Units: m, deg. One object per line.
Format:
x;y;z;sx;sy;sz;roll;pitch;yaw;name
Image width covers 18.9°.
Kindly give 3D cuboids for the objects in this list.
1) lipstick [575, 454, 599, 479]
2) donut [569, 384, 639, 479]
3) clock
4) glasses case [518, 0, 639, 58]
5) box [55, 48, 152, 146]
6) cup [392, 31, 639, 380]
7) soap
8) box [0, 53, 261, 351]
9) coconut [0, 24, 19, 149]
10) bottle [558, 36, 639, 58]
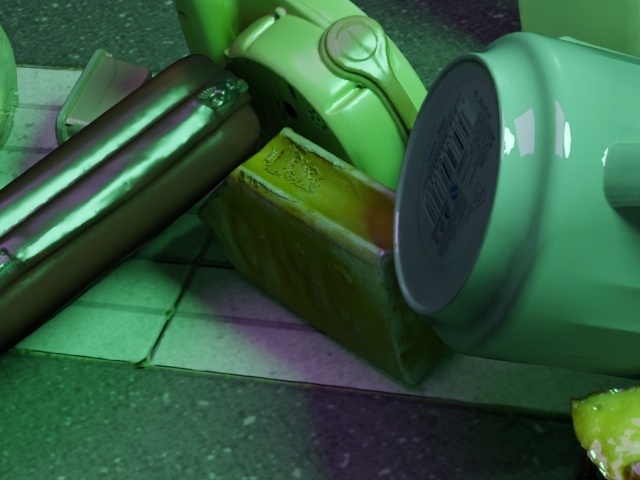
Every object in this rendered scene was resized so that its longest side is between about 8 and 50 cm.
0.200;0.197;1.447;0.025;0.025;0.107;0;37;12;lipstick
0.338;0.175;1.365;0.295;0.112;0.151;-10;58;9;donut
0.012;-0.112;1.686;0.096;0.235;0.308;-39;50;-21;clock
0.247;-0.297;1.754;0.144;0.336;0.076;17;50;28;glasses case
-0.205;-0.116;1.856;0.062;0.089;0.122;12;46;10;box
0.253;-0.017;1.382;0.327;0.323;0.236;11;79;-19;cup
0.000;0.000;1.616;0.080;0.160;0.257;-38;46;-24;soap
-0.224;-0.006;1.631;0.404;0.263;0.108;-39;92;-26;box
-0.413;-0.153;1.851;0.227;0.227;0.230;-33;26;-22;coconut
0.304;-0.102;1.697;0.245;0.104;0.104;23;52;34;bottle
